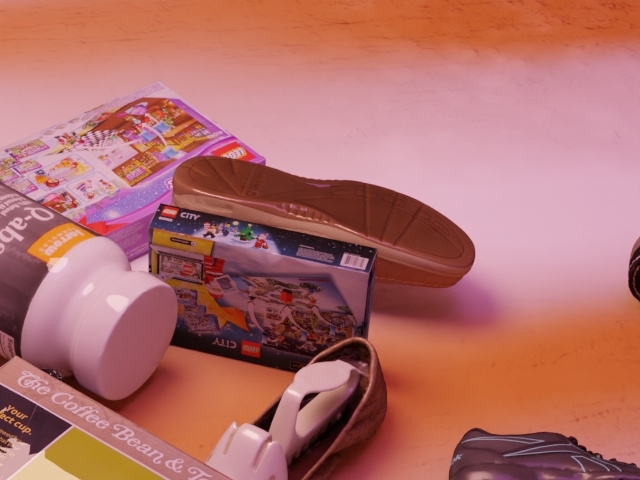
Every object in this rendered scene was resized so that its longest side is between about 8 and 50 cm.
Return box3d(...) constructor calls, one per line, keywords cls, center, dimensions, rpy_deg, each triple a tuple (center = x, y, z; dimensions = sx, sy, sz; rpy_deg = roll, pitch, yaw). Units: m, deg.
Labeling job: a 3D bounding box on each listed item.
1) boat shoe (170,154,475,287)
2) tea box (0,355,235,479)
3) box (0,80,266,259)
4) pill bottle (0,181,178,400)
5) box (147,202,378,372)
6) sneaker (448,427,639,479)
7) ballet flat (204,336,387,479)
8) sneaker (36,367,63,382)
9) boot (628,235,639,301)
box3d(cls="boat shoe", center=(0.000, 0.000, 2.139), dimensions=(0.341, 0.110, 0.121), rpy_deg=(16, 30, 10))
box3d(cls="tea box", center=(-0.234, 0.321, 1.628), dimensions=(0.329, 0.220, 0.323), rpy_deg=(27, 45, 24))
box3d(cls="box", center=(-0.236, -0.068, 2.233), dimensions=(0.293, 0.057, 0.201), rpy_deg=(-27, 48, -33))
box3d(cls="pill bottle", center=(-0.295, 0.046, 2.005), dimensions=(0.278, 0.162, 0.162), rpy_deg=(25, 43, 23))
box3d(cls="box", center=(-0.063, 0.056, 2.020), dimensions=(0.233, 0.159, 0.044), rpy_deg=(12, 41, 8))
box3d(cls="sneaker", center=(0.254, 0.231, 1.892), dimensions=(0.267, 0.101, 0.106), rpy_deg=(7, 37, 2))
box3d(cls="ballet flat", center=(-0.038, 0.201, 1.873), dimensions=(0.116, 0.124, 0.342), rpy_deg=(26, 44, 24))
box3d(cls="sneaker", center=(-0.258, 0.174, 1.911), dimensions=(0.152, 0.084, 0.058), rpy_deg=(27, 44, 24))
box3d(cls="boot", center=(0.466, 0.122, 2.019), dimensions=(0.377, 0.138, 0.284), rpy_deg=(14, 46, 22))
